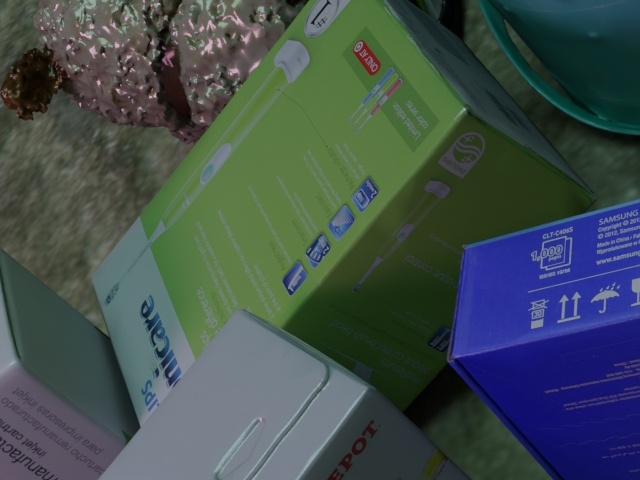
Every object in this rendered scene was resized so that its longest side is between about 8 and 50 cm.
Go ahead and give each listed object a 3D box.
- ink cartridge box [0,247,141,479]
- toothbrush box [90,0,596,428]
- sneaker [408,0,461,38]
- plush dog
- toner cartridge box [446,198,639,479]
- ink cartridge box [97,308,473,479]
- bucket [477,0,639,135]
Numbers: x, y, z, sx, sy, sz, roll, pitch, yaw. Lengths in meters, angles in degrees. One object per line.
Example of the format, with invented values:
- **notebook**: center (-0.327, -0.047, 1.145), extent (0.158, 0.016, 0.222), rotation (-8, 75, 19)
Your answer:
- **ink cartridge box**: center (-0.241, 0.175, 0.961), extent (0.289, 0.211, 0.121), rotation (-37, 40, 9)
- **toothbrush box**: center (0.000, 0.000, 0.934), extent (0.283, 0.122, 0.206), rotation (-49, 36, 14)
- **sneaker**: center (0.041, -0.242, 1.186), extent (0.121, 0.111, 0.300), rotation (-20, 41, 33)
- **plush dog**: center (-0.088, -0.146, 1.084), extent (0.225, 0.262, 0.210), rotation (12, 41, 29)
- **toner cartridge box**: center (0.250, 0.036, 0.694), extent (0.347, 0.165, 0.075), rotation (-15, 46, 30)
- **ink cartridge box**: center (-0.001, 0.146, 0.801), extent (0.128, 0.176, 0.127), rotation (-51, 39, -10)
- **bucket**: center (0.216, -0.211, 0.938), extent (0.281, 0.183, 0.281), rotation (-24, 42, 24)
